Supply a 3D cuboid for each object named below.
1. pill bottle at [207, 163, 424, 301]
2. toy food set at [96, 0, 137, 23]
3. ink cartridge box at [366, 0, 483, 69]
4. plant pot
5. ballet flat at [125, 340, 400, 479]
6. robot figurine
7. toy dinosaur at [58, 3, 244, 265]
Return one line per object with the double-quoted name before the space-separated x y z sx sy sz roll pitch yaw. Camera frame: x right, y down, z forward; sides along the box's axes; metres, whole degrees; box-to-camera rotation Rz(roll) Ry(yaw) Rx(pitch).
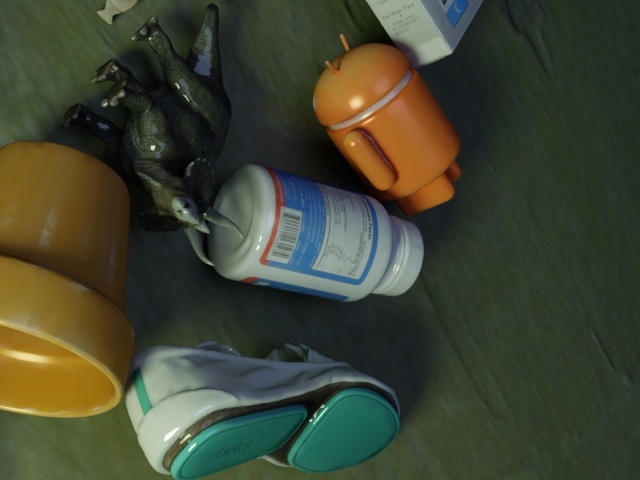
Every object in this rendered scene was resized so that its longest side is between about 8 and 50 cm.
"pill bottle" 0.000 0.000 0.990 0.221 0.124 0.124 14 77 -35
"toy food set" -0.203 -0.288 0.938 0.122 0.019 0.078 -48 112 -20
"ink cartridge box" 0.111 -0.392 1.100 0.261 0.066 0.296 51 45 -22
"plant pot" -0.248 0.026 0.780 0.205 0.205 0.188 30 53 -30
"ballet flat" -0.045 0.157 0.922 0.400 0.139 0.139 17 75 -58
"robot figurine" 0.077 -0.135 1.057 0.158 0.128 0.219 -43 112 -15
"toy dinosaur" -0.151 -0.118 0.914 0.160 0.121 0.313 46 33 -29
